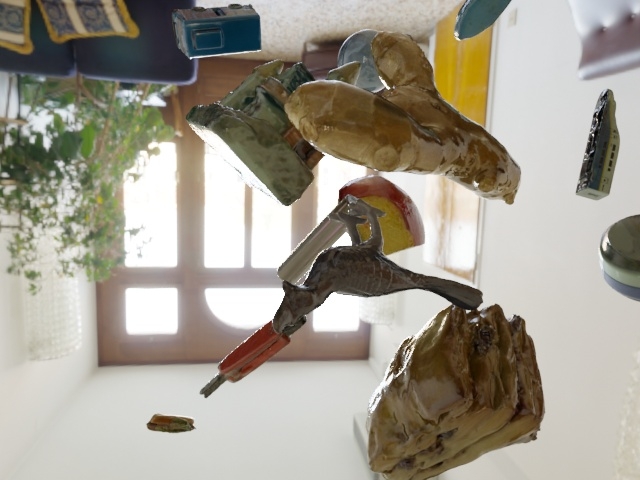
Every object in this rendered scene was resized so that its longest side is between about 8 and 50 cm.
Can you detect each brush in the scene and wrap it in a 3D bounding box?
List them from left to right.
[{"bbox_3d":[-0.160,0.259,1.085,0.051,0.323,0.070,42,-168,-34],"label":"brush"}]

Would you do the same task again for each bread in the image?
[{"bbox_3d":[0.240,0.291,0.970,0.370,0.191,0.314,-34,-158,30],"label":"bread"}]

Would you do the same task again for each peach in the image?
[{"bbox_3d":[0.208,-0.085,1.636,0.242,0.306,0.380,-28,170,15],"label":"peach"}]

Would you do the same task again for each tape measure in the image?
[{"bbox_3d":[0.903,0.037,1.286,0.262,0.138,0.259,7,-134,33],"label":"tape measure"}]

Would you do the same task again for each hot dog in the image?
[{"bbox_3d":[-0.373,0.464,1.198,0.133,0.056,0.041,20,-156,-36],"label":"hot dog"}]

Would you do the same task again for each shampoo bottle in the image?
[{"bbox_3d":[0.000,0.000,1.017,0.056,0.227,0.086,44,-161,1],"label":"shampoo bottle"}]

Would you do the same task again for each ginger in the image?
[{"bbox_3d":[0.158,-0.148,0.687,0.348,0.122,0.363,40,-145,0],"label":"ginger"}]

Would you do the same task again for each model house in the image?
[{"bbox_3d":[-0.058,-0.262,0.904,0.194,0.325,0.267,50,172,-31],"label":"model house"}]

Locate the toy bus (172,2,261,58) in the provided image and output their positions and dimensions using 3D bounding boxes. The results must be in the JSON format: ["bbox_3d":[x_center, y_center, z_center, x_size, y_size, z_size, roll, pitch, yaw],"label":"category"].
[{"bbox_3d":[-0.231,-0.473,1.074,0.184,0.090,0.106,-14,-135,-18],"label":"toy bus"}]

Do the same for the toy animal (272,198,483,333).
[{"bbox_3d":[0.076,0.033,0.758,0.367,0.206,0.081,-1,150,-27],"label":"toy animal"}]

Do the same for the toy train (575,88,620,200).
[{"bbox_3d":[0.574,-0.199,0.968,0.051,0.234,0.052,18,169,2],"label":"toy train"}]

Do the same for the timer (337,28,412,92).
[{"bbox_3d":[0.162,-0.472,1.224,0.255,0.175,0.175,-3,-177,40],"label":"timer"}]

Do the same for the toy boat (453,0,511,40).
[{"bbox_3d":[0.348,-0.504,1.023,0.075,0.077,0.185,27,146,-10],"label":"toy boat"}]
